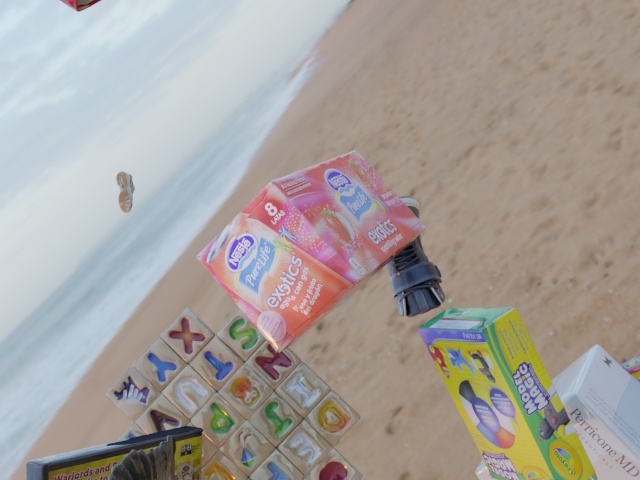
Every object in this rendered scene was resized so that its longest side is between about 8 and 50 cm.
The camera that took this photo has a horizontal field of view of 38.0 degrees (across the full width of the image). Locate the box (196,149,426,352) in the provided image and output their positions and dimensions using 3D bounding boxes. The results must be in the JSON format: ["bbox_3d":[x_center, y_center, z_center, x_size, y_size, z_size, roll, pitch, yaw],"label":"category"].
[{"bbox_3d":[0.000,0.000,1.158,0.142,0.154,0.300,-44,-6,23],"label":"box"}]

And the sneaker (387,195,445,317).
[{"bbox_3d":[0.141,0.031,1.488,0.086,0.163,0.226,-18,-22,6],"label":"sneaker"}]

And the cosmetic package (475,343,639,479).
[{"bbox_3d":[0.323,0.260,1.157,0.183,0.151,0.151,-49,-7,31],"label":"cosmetic package"}]

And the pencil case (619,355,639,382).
[{"bbox_3d":[0.527,0.179,1.207,0.306,0.133,0.119,-35,11,47],"label":"pencil case"}]

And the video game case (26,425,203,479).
[{"bbox_3d":[-0.244,0.371,1.135,0.035,0.248,0.275,1,-1,33],"label":"video game case"}]

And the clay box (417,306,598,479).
[{"bbox_3d":[0.195,0.176,0.962,0.053,0.222,0.127,-29,7,-22],"label":"clay box"}]

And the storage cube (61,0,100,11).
[{"bbox_3d":[-0.381,-0.505,1.439,0.215,0.193,0.183,-46,-19,-37],"label":"storage cube"}]

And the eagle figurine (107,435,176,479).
[{"bbox_3d":[-0.173,0.285,0.759,0.225,0.298,0.226,20,92,39],"label":"eagle figurine"}]

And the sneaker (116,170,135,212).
[{"bbox_3d":[-0.377,-0.095,1.825,0.032,0.083,0.037,-9,-8,23],"label":"sneaker"}]

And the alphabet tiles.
[{"bbox_3d":[-0.122,0.272,1.301,0.285,0.342,0.011,-47,-3,2],"label":"alphabet tiles"}]
